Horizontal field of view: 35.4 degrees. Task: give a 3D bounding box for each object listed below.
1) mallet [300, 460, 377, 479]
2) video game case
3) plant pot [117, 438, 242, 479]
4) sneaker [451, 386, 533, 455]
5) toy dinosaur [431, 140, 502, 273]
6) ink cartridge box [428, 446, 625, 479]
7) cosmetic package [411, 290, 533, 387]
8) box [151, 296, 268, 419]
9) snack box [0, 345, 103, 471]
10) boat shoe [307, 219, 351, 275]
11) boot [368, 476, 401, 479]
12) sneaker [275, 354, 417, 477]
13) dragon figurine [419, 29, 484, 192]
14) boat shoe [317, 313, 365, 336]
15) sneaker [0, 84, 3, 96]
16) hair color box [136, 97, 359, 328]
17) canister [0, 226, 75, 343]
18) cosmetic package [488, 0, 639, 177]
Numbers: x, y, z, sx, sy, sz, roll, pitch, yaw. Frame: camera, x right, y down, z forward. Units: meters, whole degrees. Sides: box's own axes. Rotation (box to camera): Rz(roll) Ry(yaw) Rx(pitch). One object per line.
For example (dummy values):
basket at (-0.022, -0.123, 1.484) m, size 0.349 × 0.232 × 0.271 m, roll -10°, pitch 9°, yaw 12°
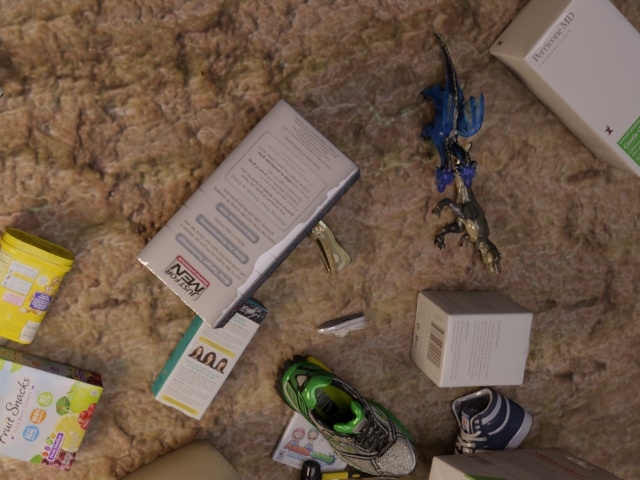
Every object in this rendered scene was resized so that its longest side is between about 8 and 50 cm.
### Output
mallet at (0.047, 0.463, 2.015) m, size 0.190 × 0.039 × 0.062 m, roll -6°, pitch 104°, yaw -23°
video game case at (-0.001, 0.397, 2.006) m, size 0.157 × 0.019 × 0.143 m, roll 24°, pitch 96°, yaw -22°
plant pot at (-0.278, 0.504, 1.839) m, size 0.274 × 0.256 × 0.256 m, roll -42°, pitch 114°, yaw -21°
sneaker at (0.306, 0.433, 2.074) m, size 0.153 × 0.099 × 0.282 m, roll 41°, pitch 83°, yaw -28°
toy dinosaur at (0.275, -0.049, 1.957) m, size 0.118 × 0.064 × 0.268 m, roll -24°, pitch 109°, yaw -18°
ink cartridge box at (0.404, 0.499, 1.962) m, size 0.353 × 0.207 × 0.119 m, roll 4°, pitch 99°, yaw -34°
cosmetic package at (0.296, 0.191, 1.977) m, size 0.184 × 0.151 × 0.151 m, roll 2°, pitch 105°, yaw -18°
box at (-0.207, 0.202, 1.861) m, size 0.100 × 0.060 × 0.244 m, roll 32°, pitch 93°, yaw -23°
snack box at (-0.515, 0.298, 1.779) m, size 0.207 × 0.070 × 0.174 m, roll 20°, pitch 98°, yaw -20°
boat shoe at (0.000, 0.000, 1.879) m, size 0.048 × 0.056 × 0.153 m, roll -42°, pitch 121°, yaw -9°
boot at (0.195, 0.551, 2.016) m, size 0.190 × 0.076 × 0.208 m, roll 1°, pitch 133°, yaw 16°
sneaker at (0.062, 0.361, 1.929) m, size 0.343 × 0.146 × 0.134 m, roll 39°, pitch 85°, yaw -23°
dragon figurine at (0.246, -0.235, 1.847) m, size 0.085 × 0.144 × 0.289 m, roll 1°, pitch 104°, yaw -19°
boat shoe at (0.042, 0.171, 1.951) m, size 0.100 × 0.035 × 0.035 m, roll -15°, pitch 106°, yaw -21°
sneaker at (-0.567, -0.295, 1.605) m, size 0.161 × 0.057 × 0.075 m, roll 36°, pitch 97°, yaw -21°
hair color box at (-0.122, -0.043, 1.759) m, size 0.185 × 0.113 × 0.374 m, roll 42°, pitch 88°, yaw 5°
canister at (-0.515, 0.079, 1.718) m, size 0.126 × 0.073 × 0.170 m, roll 25°, pitch 97°, yaw -23°
cosmetic package at (0.526, -0.312, 1.916) m, size 0.365 × 0.155 × 0.197 m, roll 37°, pitch 93°, yaw -25°
